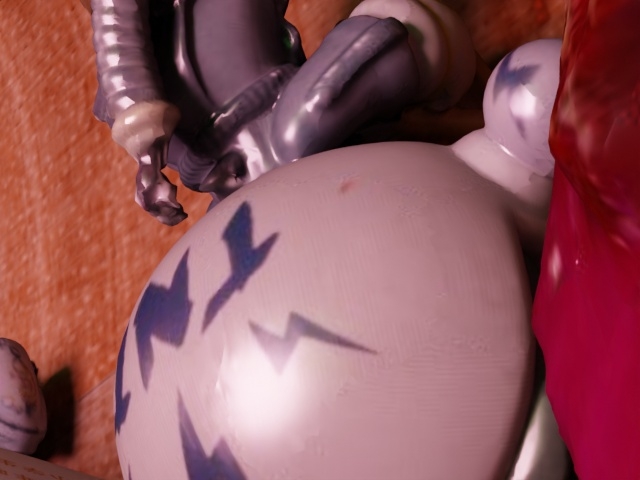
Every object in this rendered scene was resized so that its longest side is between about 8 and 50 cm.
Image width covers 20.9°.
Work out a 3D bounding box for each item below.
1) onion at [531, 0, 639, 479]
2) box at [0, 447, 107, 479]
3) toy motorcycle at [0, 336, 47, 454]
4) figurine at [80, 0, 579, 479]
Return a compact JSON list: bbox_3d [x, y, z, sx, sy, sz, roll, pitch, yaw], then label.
[{"bbox_3d":[0.170,-0.059,0.337,0.398,0.420,0.398,-38,39,39],"label":"onion"},{"bbox_3d":[-0.106,0.131,0.700,0.032,0.122,0.220,-68,17,3],"label":"box"},{"bbox_3d":[-0.237,0.102,0.918,0.270,0.106,0.159,23,91,36],"label":"toy motorcycle"},{"bbox_3d":[0.000,0.002,0.667,0.261,0.186,0.382,118,144,-44],"label":"figurine"}]
